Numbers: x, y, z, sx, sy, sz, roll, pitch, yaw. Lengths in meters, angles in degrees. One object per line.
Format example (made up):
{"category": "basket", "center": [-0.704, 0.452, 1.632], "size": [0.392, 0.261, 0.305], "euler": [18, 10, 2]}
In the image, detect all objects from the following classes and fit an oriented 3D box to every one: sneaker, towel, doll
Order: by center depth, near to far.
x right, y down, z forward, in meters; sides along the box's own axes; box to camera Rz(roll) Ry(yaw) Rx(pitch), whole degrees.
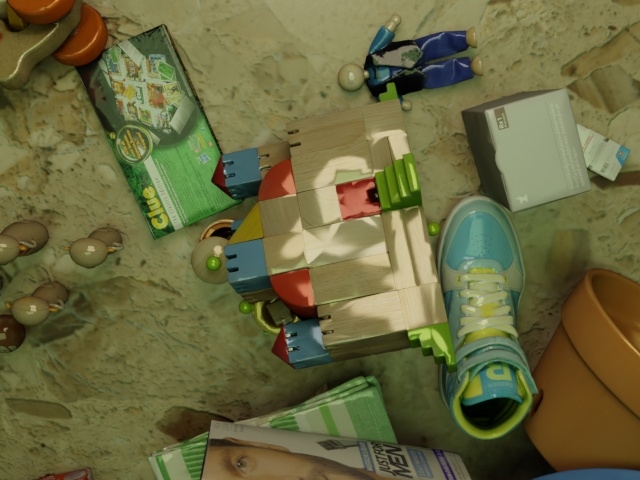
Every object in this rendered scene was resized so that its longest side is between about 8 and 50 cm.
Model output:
{"category": "sneaker", "center": [0.221, 0.107, 1.130], "size": [0.127, 0.208, 0.319], "euler": [-3, 99, 2]}
{"category": "doll", "center": [0.115, -0.236, 1.157], "size": [0.189, 0.046, 0.129], "euler": [-12, 108, 8]}
{"category": "towel", "center": [-0.042, 0.342, 1.184], "size": [0.325, 0.038, 0.248], "euler": [-19, 100, 0]}

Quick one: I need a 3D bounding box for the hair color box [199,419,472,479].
{"category": "hair color box", "center": [0.019, 0.321, 1.071], "size": [0.339, 0.185, 0.110], "euler": [7, 99, -5]}

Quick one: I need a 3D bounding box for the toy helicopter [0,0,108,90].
{"category": "toy helicopter", "center": [-0.465, -0.259, 1.098], "size": [0.355, 0.140, 0.235], "euler": [-42, 74, -6]}

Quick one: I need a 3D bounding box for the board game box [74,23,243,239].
{"category": "board game box", "center": [-0.217, -0.144, 1.178], "size": [0.136, 0.030, 0.260], "euler": [-23, 98, 1]}

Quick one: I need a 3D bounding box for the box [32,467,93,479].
{"category": "box", "center": [-0.363, 0.471, 1.224], "size": [0.122, 0.128, 0.257], "euler": [-13, 99, 1]}

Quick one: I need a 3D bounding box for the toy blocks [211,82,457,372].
{"category": "toy blocks", "center": [0.000, 0.000, 1.066], "size": [0.261, 0.191, 0.381], "euler": [-12, 70, 5]}

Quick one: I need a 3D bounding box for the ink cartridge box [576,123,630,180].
{"category": "ink cartridge box", "center": [0.371, -0.121, 1.186], "size": [0.083, 0.028, 0.048], "euler": [27, 98, -5]}

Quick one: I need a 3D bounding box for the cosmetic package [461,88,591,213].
{"category": "cosmetic package", "center": [0.248, -0.117, 1.080], "size": [0.107, 0.238, 0.127], "euler": [-16, 99, 2]}

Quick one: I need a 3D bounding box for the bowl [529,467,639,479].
{"category": "bowl", "center": [0.390, 0.423, 1.097], "size": [0.391, 0.077, 0.391], "euler": [11, 134, 11]}

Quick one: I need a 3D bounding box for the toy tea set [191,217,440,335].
{"category": "toy tea set", "center": [-0.003, 0.050, 1.161], "size": [0.336, 0.124, 0.200], "euler": [-2, 99, 0]}

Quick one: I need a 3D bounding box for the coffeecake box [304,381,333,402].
{"category": "coffeecake box", "center": [-0.007, 0.319, 1.232], "size": [0.185, 0.068, 0.142], "euler": [-44, 96, 6]}

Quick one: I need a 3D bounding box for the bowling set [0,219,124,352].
{"category": "bowling set", "center": [-0.408, 0.066, 1.146], "size": [0.287, 0.154, 0.200], "euler": [4, 99, -1]}

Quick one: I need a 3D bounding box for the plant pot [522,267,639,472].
{"category": "plant pot", "center": [0.397, 0.207, 1.126], "size": [0.291, 0.291, 0.203], "euler": [34, 113, -5]}
